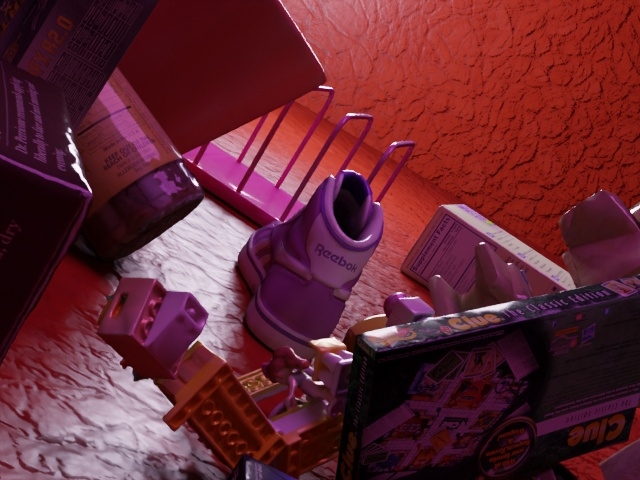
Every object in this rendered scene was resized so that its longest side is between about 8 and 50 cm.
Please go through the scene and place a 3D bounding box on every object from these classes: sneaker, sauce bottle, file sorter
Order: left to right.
[{"bbox_3d":[-0.236,-0.145,0.875,0.344,0.111,0.111,54,13,4],"label":"sauce bottle"},{"bbox_3d":[-0.046,-0.127,1.379,0.290,0.182,0.202,34,12,9],"label":"file sorter"},{"bbox_3d":[0.001,0.001,1.021,0.102,0.161,0.282,27,11,-14],"label":"sneaker"}]

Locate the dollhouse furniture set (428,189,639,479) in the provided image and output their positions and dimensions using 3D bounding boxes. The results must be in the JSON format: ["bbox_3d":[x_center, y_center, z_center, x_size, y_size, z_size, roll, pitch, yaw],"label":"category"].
[{"bbox_3d":[0.346,0.125,0.958,0.256,0.362,0.394,42,22,-30],"label":"dollhouse furniture set"}]

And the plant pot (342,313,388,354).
[{"bbox_3d":[0.058,0.112,0.910,0.083,0.081,0.081,13,20,-31],"label":"plant pot"}]

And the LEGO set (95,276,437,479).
[{"bbox_3d":[-0.049,0.081,0.660,0.287,0.132,0.107,10,15,-47],"label":"LEGO set"}]

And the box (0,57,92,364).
[{"bbox_3d":[-0.233,-0.020,0.459,0.203,0.167,0.168,26,13,-25],"label":"box"}]

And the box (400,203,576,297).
[{"bbox_3d":[0.271,0.057,1.608,0.243,0.117,0.213,35,12,12],"label":"box"}]

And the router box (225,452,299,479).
[{"bbox_3d":[-0.009,0.174,0.554,0.092,0.038,0.122,29,12,-13],"label":"router box"}]

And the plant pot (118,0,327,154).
[{"bbox_3d":[-0.163,-0.218,1.166,0.275,0.243,0.275,54,3,-4],"label":"plant pot"}]

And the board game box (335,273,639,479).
[{"bbox_3d":[0.128,0.105,0.714,0.259,0.136,0.030,-8,25,-32],"label":"board game box"}]

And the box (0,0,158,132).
[{"bbox_3d":[-0.212,-0.107,0.726,0.056,0.231,0.183,29,12,-30],"label":"box"}]

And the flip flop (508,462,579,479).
[{"bbox_3d":[0.173,0.211,0.770,0.277,0.080,0.112,37,12,27],"label":"flip flop"}]
